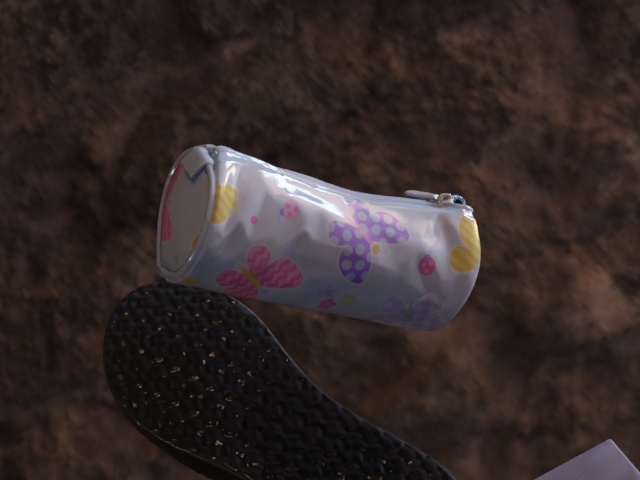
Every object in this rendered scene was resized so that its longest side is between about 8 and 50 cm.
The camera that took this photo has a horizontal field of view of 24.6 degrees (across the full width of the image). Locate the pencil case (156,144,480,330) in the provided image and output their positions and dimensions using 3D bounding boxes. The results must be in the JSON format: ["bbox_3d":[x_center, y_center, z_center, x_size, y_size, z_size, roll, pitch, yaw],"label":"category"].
[{"bbox_3d":[0.000,0.000,1.227,0.273,0.113,0.124,10,-51,-26],"label":"pencil case"}]

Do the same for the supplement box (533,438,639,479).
[{"bbox_3d":[0.262,0.319,1.438,0.130,0.073,0.239,-27,-49,-9],"label":"supplement box"}]

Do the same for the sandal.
[{"bbox_3d":[-0.051,0.201,1.434,0.167,0.446,0.107,-39,-32,-26],"label":"sandal"}]
